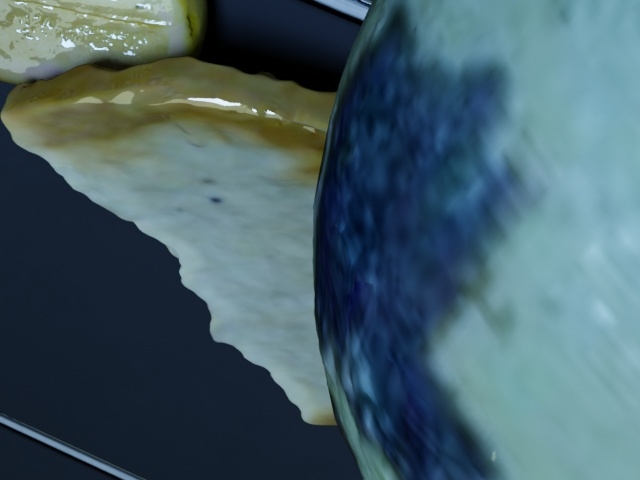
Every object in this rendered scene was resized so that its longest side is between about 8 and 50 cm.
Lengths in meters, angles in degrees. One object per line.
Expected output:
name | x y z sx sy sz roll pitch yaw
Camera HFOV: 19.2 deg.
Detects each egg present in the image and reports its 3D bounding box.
egg | 0.176 -0.012 0.609 0.345 0.345 0.428 30 144 0

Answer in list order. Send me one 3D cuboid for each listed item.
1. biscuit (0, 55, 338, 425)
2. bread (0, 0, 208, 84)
biscuit | 0.000 0.000 0.956 0.205 0.040 0.309 -8 142 31
bread | -0.111 -0.111 0.923 0.115 0.056 0.082 6 120 5
